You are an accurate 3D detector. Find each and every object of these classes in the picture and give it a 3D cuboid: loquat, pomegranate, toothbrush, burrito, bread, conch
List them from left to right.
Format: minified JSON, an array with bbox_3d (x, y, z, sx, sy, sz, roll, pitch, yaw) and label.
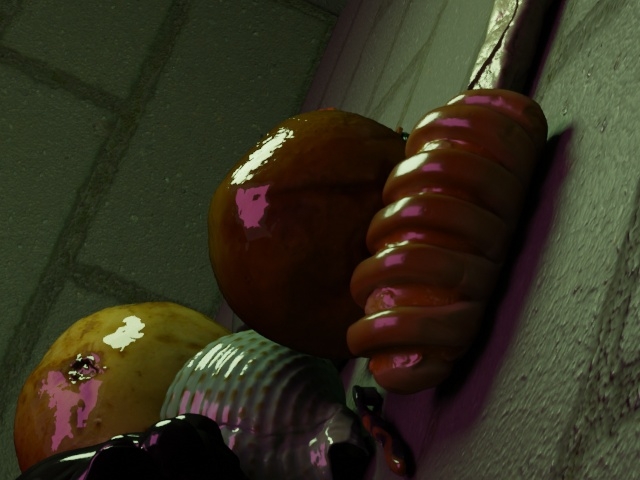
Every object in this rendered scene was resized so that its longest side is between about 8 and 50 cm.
[{"bbox_3d":[-0.228,0.282,2.309,0.410,0.410,0.410,-155,90,-83],"label":"pomegranate"},{"bbox_3d":[-0.081,0.247,1.837,0.319,0.215,0.302,150,133,-79],"label":"conch"},{"bbox_3d":[0.000,0.000,1.752,0.284,0.276,0.276,-1,62,54],"label":"loquat"},{"bbox_3d":[0.060,0.192,1.672,0.321,0.031,0.023,-114,21,-81],"label":"toothbrush"},{"bbox_3d":[0.112,-0.004,1.558,0.173,0.121,0.311,-32,33,63],"label":"bread"},{"bbox_3d":[0.220,-0.236,1.818,0.082,0.059,0.275,-25,39,57],"label":"burrito"}]

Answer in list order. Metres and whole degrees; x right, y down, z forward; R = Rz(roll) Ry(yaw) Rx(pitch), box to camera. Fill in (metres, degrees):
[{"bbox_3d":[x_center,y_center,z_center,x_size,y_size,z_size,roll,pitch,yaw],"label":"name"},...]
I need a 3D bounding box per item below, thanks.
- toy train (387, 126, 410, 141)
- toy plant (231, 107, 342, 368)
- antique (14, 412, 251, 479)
[{"bbox_3d":[0.099,-0.121,2.272,0.103,0.064,0.044,-74,9,-47],"label":"toy train"},{"bbox_3d":[-0.016,0.001,2.213,0.185,0.279,0.400,-16,44,26],"label":"toy plant"},{"bbox_3d":[-0.199,0.322,1.674,0.185,0.322,0.255,5,-109,-69],"label":"antique"}]
